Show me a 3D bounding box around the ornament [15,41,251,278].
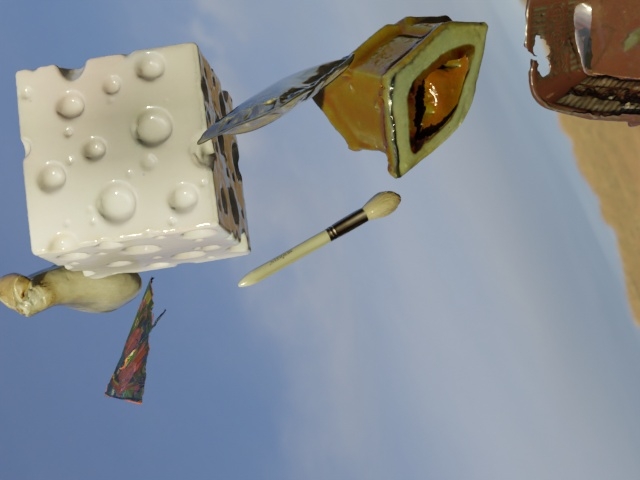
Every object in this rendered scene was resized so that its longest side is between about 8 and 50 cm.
[{"bbox_3d":[-0.240,-0.095,1.450,0.240,0.240,0.239,56,-154,-79],"label":"ornament"}]

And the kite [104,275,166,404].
[{"bbox_3d":[-0.335,0.207,1.936,0.016,0.234,0.321,27,-149,-22],"label":"kite"}]

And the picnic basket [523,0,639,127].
[{"bbox_3d":[0.461,-0.290,1.628,0.129,0.297,0.222,-21,-66,-40],"label":"picnic basket"}]

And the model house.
[{"bbox_3d":[0.123,-0.266,1.812,0.239,0.268,0.173,24,148,49],"label":"model house"}]

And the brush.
[{"bbox_3d":[0.000,0.000,1.743,0.039,0.299,0.042,63,170,-17],"label":"brush"}]

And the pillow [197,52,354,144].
[{"bbox_3d":[-0.038,-0.146,1.116,0.033,0.130,0.217,63,-153,-11],"label":"pillow"}]

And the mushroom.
[{"bbox_3d":[-0.356,0.070,1.585,0.225,0.116,0.093,-17,-82,-58],"label":"mushroom"}]
